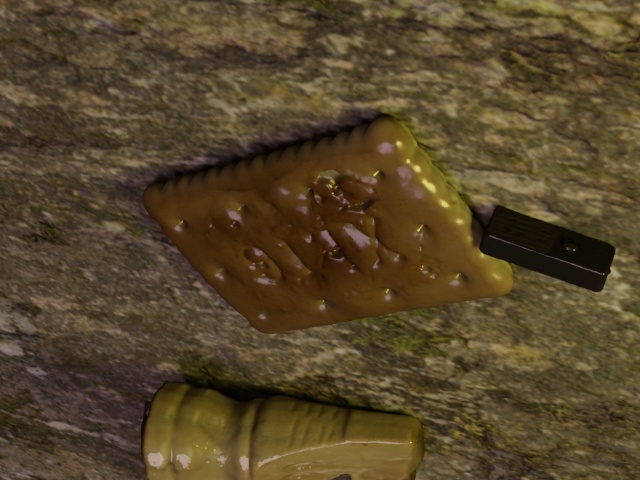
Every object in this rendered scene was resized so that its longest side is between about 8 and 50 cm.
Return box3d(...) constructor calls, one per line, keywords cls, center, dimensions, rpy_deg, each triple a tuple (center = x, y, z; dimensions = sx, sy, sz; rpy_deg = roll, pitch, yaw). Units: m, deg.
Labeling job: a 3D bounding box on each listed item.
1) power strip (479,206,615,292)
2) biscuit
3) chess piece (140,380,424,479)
box3d(cls="power strip", center=(0.192, 0.007, 1.238), dimensions=(0.111, 0.038, 0.029), rpy_deg=(19, 142, 9))
box3d(cls="biscuit", center=(0.000, 0.000, 1.347), dimensions=(0.324, 0.044, 0.217), rpy_deg=(-11, 128, 41))
box3d(cls="chess piece", center=(-0.035, 0.223, 1.596), dimensions=(0.300, 0.137, 0.137), rpy_deg=(2, 138, 14))
